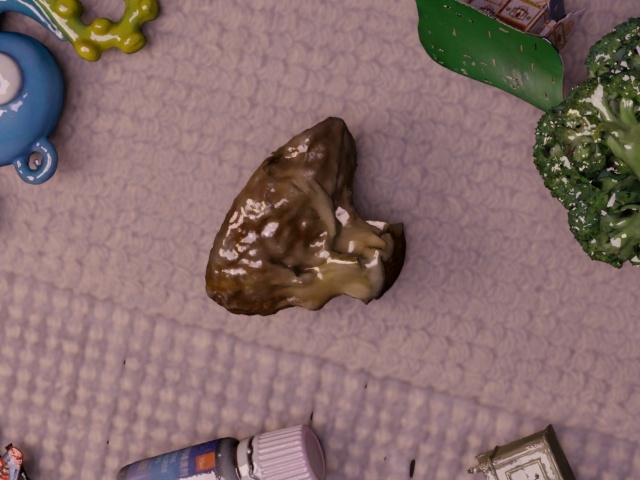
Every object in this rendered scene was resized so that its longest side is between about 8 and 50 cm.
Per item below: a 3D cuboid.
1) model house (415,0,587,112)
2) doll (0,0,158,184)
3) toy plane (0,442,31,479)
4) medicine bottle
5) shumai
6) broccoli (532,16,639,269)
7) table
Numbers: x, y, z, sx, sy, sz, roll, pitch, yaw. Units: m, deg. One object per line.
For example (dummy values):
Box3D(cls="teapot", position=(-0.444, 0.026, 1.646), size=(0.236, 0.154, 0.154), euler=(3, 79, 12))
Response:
Box3D(cls="model house", position=(0.178, -0.202, 1.494), size=(0.167, 0.117, 0.088), euler=(27, 66, 30))
Box3D(cls="doll", position=(-0.351, -0.206, 1.612), size=(0.346, 0.099, 0.341), euler=(-34, 90, 12))
Box3D(cls="toy plane", position=(-0.335, 0.288, 1.689), size=(0.130, 0.061, 0.189), euler=(-32, 93, 14))
Box3D(cls="medicine bottle", position=(-0.098, 0.239, 1.614), size=(0.203, 0.083, 0.083), euler=(-15, 93, 14))
Box3D(cls="shumai", position=(0.000, 0.000, 1.525), size=(0.153, 0.161, 0.209), euler=(35, 85, 10))
Box3D(cls="broccoli", position=(0.324, -0.069, 1.388), size=(0.270, 0.270, 0.270), euler=(-4, 122, -6))
Box3D(cls="table", position=(0.195, 0.231, 1.554), size=(0.083, 0.062, 0.079), euler=(-23, 90, 15))
